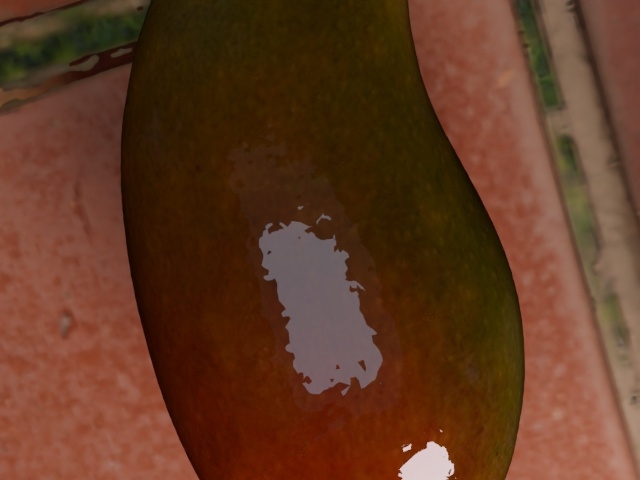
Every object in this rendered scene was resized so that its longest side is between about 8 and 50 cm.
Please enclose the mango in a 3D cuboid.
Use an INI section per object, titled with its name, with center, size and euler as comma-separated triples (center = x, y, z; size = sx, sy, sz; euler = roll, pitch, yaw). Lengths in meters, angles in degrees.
[mango]
center = -0.005, 0.003, 0.524
size = 0.146, 0.129, 0.289
euler = -17, 94, 15
